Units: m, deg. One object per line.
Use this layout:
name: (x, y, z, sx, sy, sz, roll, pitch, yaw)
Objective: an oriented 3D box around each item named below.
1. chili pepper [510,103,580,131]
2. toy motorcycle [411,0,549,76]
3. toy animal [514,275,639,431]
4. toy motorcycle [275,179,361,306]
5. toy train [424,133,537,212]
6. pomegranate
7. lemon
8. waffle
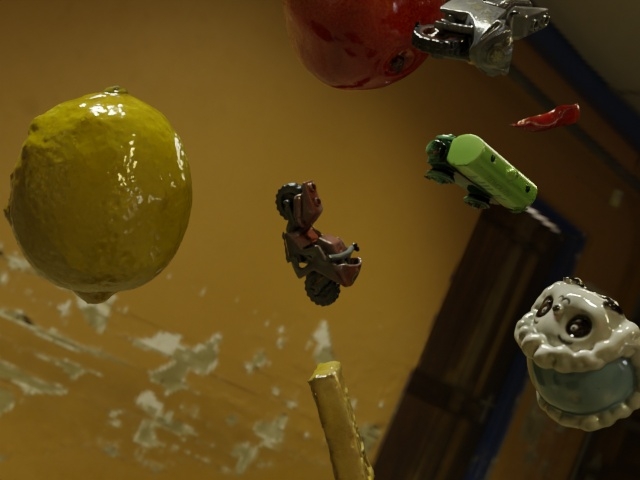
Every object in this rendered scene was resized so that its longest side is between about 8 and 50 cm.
chili pepper: (0.324, -0.171, 1.427, 0.045, 0.027, 0.178, -25, -7, 42)
toy motorcycle: (0.208, -0.256, 1.206, 0.122, 0.080, 0.215, 27, 37, 32)
toy animal: (0.384, 0.172, 1.517, 0.204, 0.156, 0.208, 63, -11, -30)
toy motorcycle: (0.000, 0.000, 1.644, 0.118, 0.212, 0.084, -18, 2, 39)
toy train: (0.322, -0.131, 1.976, 0.157, 0.105, 0.253, 6, -18, 44)
pomegranate: (0.046, -0.322, 1.332, 0.256, 0.221, 0.221, 47, 1, 22)
lemon: (-0.281, -0.056, 1.294, 0.233, 0.288, 0.233, 11, 11, -2)
waffle: (0.040, 0.338, 1.757, 0.055, 0.248, 0.221, -16, -2, 3)
